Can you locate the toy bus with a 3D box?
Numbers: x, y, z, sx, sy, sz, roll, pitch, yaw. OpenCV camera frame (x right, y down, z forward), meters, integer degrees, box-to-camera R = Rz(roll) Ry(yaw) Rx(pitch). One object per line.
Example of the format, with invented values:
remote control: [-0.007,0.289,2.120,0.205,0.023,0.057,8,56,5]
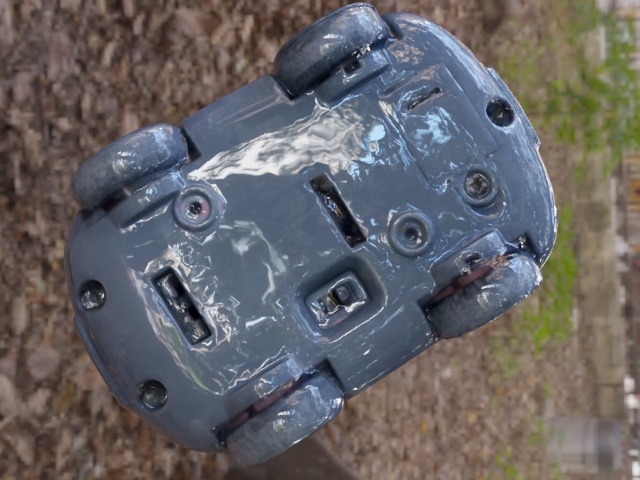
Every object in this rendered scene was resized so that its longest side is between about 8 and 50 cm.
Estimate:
toy bus: [-0.011,0.003,0.772,0.197,0.294,0.232,57,-7,4]
